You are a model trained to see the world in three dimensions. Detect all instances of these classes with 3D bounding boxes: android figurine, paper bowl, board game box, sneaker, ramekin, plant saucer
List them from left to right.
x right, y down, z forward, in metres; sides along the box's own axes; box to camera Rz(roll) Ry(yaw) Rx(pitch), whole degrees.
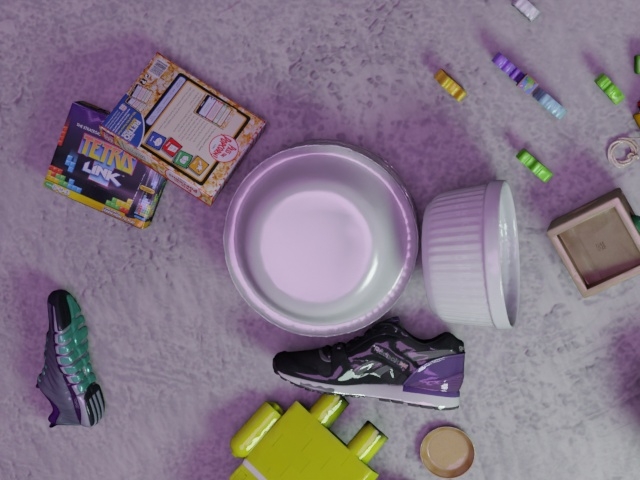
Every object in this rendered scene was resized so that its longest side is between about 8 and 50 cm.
[{"bbox_3d":[-0.413,0.190,1.634,0.098,0.083,0.223,-9,98,14],"label":"sneaker"},{"bbox_3d":[-0.315,-0.115,1.586,0.170,0.048,0.141,23,103,4],"label":"board game box"},{"bbox_3d":[-0.200,-0.163,1.530,0.194,0.045,0.146,33,72,2],"label":"board game box"},{"bbox_3d":[-0.032,0.357,1.565,0.273,0.056,0.248,-47,62,-4],"label":"android figurine"},{"bbox_3d":[0.000,0.000,1.511,0.284,0.148,0.284,1,100,7],"label":"paper bowl"},{"bbox_3d":[0.073,0.168,1.560,0.283,0.107,0.124,8,93,-2],"label":"sneaker"},{"bbox_3d":[0.194,0.322,1.601,0.084,0.015,0.083,1,99,8],"label":"plant saucer"},{"bbox_3d":[0.211,0.021,1.460,0.109,0.207,0.207,-2,99,17],"label":"ramekin"}]

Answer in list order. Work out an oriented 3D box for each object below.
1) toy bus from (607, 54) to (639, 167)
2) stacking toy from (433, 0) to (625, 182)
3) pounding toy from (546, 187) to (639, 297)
[{"bbox_3d":[0.515,-0.175,1.431,0.191,0.104,0.202,15,100,6],"label":"toy bus"},{"bbox_3d":[0.296,-0.217,1.486,0.221,0.052,0.167,43,104,-2],"label":"stacking toy"},{"bbox_3d":[0.419,0.002,1.488,0.141,0.100,0.130,-29,94,22],"label":"pounding toy"}]
